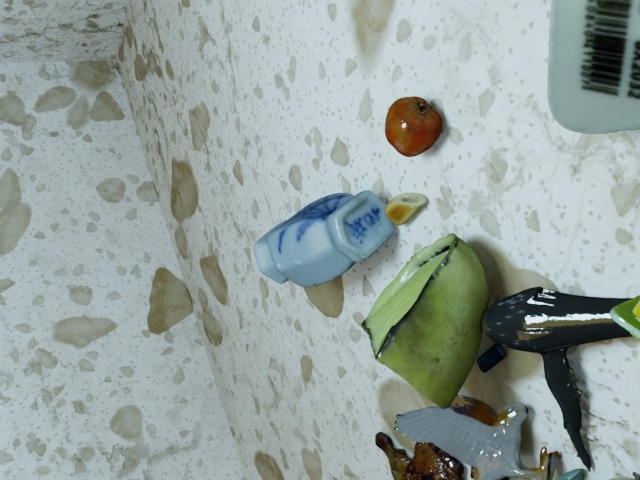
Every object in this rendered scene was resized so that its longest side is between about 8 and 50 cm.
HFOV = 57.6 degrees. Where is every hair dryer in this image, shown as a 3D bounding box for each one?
[{"bbox_3d":[0.459,0.246,1.013,0.303,0.120,0.359,-9,104,45],"label":"hair dryer"}]

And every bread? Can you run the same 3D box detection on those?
[{"bbox_3d":[0.192,-0.081,1.327,0.062,0.049,0.103,41,141,3],"label":"bread"}]

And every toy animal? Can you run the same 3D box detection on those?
[{"bbox_3d":[0.316,0.466,1.165,0.302,0.225,0.284,-7,79,34],"label":"toy animal"}]

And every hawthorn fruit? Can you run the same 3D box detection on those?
[{"bbox_3d":[0.191,-0.236,1.215,0.128,0.128,0.128,29,125,51],"label":"hawthorn fruit"}]

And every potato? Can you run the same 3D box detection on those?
[{"bbox_3d":[0.249,0.152,1.172,0.212,0.280,0.330,38,-179,-4],"label":"potato"}]

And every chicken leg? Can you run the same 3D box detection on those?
[{"bbox_3d":[0.242,0.562,1.482,0.322,0.083,0.177,-40,58,55],"label":"chicken leg"}]

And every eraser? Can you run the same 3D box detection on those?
[{"bbox_3d":[0.399,-0.295,0.693,0.331,0.150,0.331,36,156,19],"label":"eraser"}]

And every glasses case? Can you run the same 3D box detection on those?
[{"bbox_3d":[0.357,0.243,1.210,0.033,0.023,0.083,65,146,28],"label":"glasses case"}]

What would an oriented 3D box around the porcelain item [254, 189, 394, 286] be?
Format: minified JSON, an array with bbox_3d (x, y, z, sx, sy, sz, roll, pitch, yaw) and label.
[{"bbox_3d":[0.000,0.000,1.506,0.405,0.242,0.178,-16,110,55],"label":"porcelain item"}]

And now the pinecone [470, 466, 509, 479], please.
[{"bbox_3d":[0.365,0.504,1.256,0.083,0.077,0.077,35,139,5],"label":"pinecone"}]

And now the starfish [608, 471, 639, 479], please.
[{"bbox_3d":[0.469,0.575,1.004,0.432,0.082,0.324,-46,58,54],"label":"starfish"}]

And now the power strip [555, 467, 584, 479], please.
[{"bbox_3d":[0.507,0.554,1.056,0.253,0.054,0.167,57,147,30],"label":"power strip"}]

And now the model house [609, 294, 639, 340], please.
[{"bbox_3d":[0.484,-0.041,0.645,0.340,0.300,0.324,41,125,36],"label":"model house"}]
